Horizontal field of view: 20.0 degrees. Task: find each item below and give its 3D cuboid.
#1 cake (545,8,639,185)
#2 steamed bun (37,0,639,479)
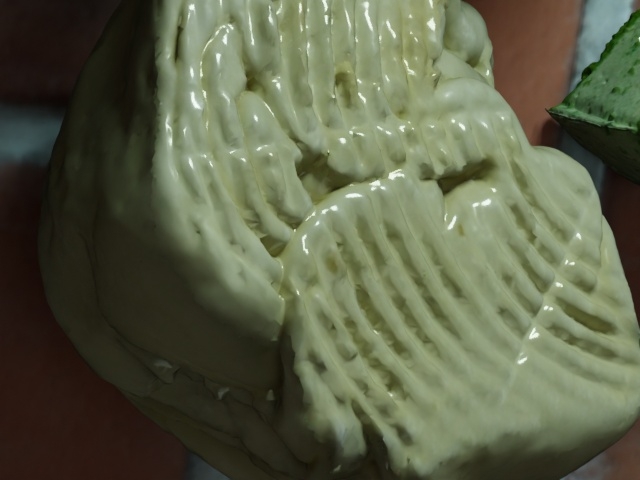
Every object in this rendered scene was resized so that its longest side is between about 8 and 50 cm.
[{"bbox_3d":[0.253,-0.126,1.051,0.235,0.100,0.099,-50,122,-8],"label":"cake"},{"bbox_3d":[0.000,0.003,0.894,0.289,0.203,0.276,13,72,-33],"label":"steamed bun"}]
